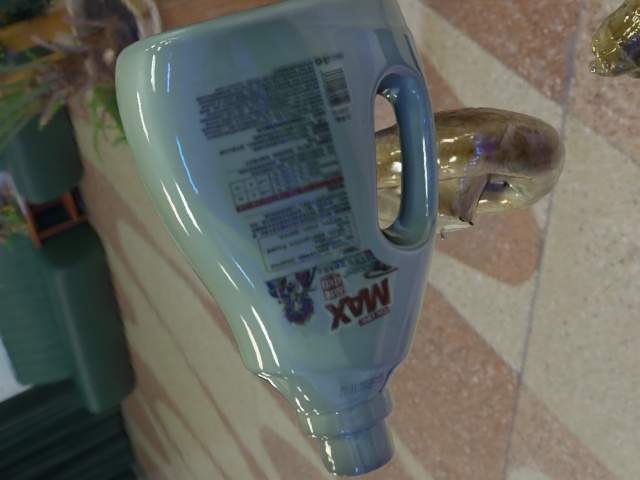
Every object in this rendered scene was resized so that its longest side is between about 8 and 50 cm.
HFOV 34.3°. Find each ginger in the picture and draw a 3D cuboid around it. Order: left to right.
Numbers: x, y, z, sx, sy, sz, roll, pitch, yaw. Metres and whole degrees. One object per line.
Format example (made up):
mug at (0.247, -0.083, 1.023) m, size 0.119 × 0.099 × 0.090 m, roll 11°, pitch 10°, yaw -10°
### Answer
ginger at (0.357, -0.247, 1.089) m, size 0.190 × 0.095 × 0.069 m, roll -54°, pitch 31°, yaw 22°

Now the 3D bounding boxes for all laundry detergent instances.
laundry detergent at (0.000, 0.000, 0.887) m, size 0.125 × 0.264 × 0.397 m, roll 3°, pitch 111°, yaw 68°

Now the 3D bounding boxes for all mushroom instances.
mushroom at (0.156, -0.085, 1.252) m, size 0.278 × 0.278 × 0.146 m, roll 144°, pitch 127°, yaw -68°
